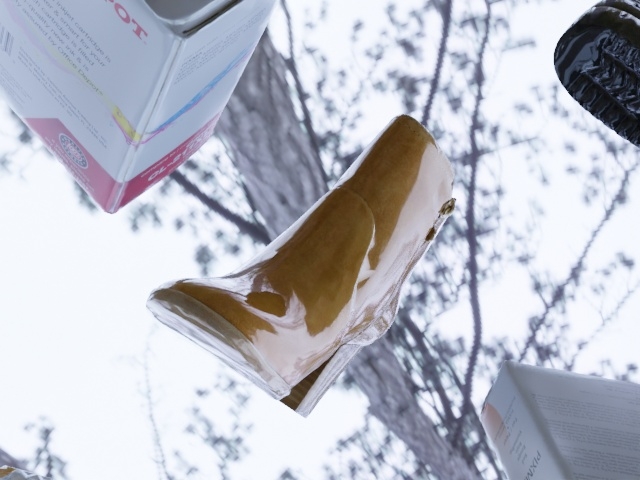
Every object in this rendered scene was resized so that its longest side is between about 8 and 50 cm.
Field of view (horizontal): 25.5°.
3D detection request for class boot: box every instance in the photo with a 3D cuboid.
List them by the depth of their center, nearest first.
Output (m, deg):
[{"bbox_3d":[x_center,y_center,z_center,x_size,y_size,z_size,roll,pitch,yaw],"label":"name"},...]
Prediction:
[{"bbox_3d":[0.241,-0.083,0.808,0.198,0.077,0.137,46,-132,-4],"label":"boot"},{"bbox_3d":[0.001,0.001,0.939,0.104,0.295,0.211,31,-96,19],"label":"boot"}]

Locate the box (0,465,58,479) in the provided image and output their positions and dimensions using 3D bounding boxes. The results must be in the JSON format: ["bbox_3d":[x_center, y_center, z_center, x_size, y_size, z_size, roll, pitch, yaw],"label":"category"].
[{"bbox_3d":[-0.180,0.190,0.953,0.136,0.081,0.028,13,-77,20],"label":"box"}]

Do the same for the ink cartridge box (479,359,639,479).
[{"bbox_3d":[0.173,0.134,0.702,0.145,0.045,0.179,11,-151,-17],"label":"ink cartridge box"}]

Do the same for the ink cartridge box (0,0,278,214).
[{"bbox_3d":[-0.094,-0.108,0.618,0.072,0.175,0.127,-39,-95,-28],"label":"ink cartridge box"}]
